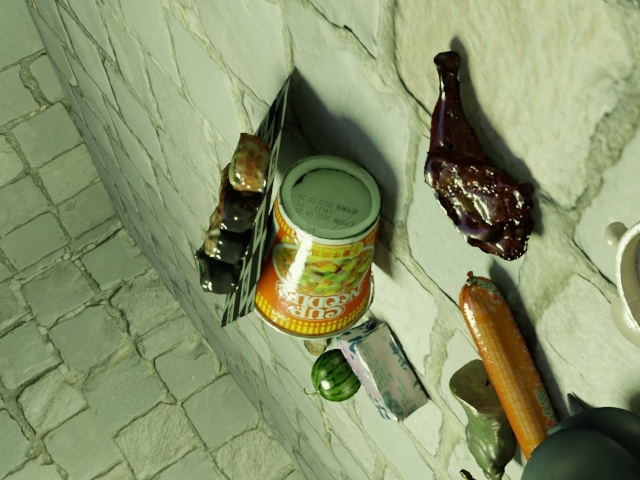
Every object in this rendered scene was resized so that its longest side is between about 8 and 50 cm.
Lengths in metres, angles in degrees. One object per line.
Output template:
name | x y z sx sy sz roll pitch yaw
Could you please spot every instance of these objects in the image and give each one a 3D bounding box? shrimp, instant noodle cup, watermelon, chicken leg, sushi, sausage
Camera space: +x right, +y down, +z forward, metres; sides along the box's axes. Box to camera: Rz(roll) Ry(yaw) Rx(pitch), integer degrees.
shrimp | -0.021 0.163 1.632 0.126 0.047 0.223 64 166 13
instant noodle cup | 0.000 0.000 1.086 0.193 0.193 0.212 50 153 22
watermelon | 0.029 0.257 1.549 0.109 0.109 0.109 50 161 23
chicken leg | 0.139 -0.071 0.763 0.093 0.053 0.205 -22 108 49
sushi | -0.130 -0.044 1.175 0.339 0.068 0.320 150 129 -74
sausage | 0.233 0.182 0.938 0.053 0.053 0.348 19 138 64

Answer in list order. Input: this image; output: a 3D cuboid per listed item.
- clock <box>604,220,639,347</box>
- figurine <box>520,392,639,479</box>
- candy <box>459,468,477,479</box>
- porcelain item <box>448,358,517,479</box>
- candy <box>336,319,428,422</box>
clock | 0.276 0.035 0.553 0.156 0.063 0.229 59 161 5
figurine | 0.270 0.268 0.811 0.175 0.197 0.265 32 145 27
candy | 0.300 0.409 1.041 0.297 0.081 0.187 41 177 -25
porcelain item | 0.221 0.254 1.070 0.081 0.069 0.216 34 151 44
candy | 0.100 0.211 1.325 0.160 0.073 0.092 60 161 -9
